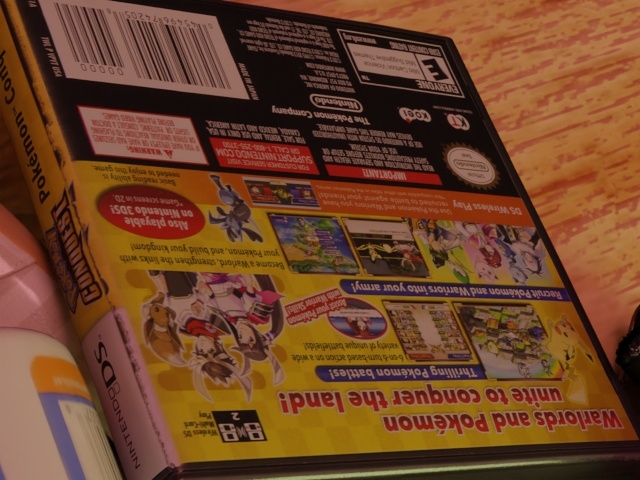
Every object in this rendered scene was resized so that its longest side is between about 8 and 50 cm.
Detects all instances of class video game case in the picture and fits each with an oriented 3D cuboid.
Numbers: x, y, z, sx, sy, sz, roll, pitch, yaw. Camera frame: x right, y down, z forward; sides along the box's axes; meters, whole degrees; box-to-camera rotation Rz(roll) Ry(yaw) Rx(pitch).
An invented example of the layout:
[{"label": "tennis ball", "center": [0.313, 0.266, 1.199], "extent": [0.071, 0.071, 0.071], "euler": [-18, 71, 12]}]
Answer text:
[{"label": "video game case", "center": [0.000, 0.000, 0.809], "extent": [0.275, 0.035, 0.248], "euler": [3, 54, -41]}]

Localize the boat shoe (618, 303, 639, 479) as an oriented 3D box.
[{"label": "boat shoe", "center": [0.158, 0.102, 0.902], "extent": [0.066, 0.066, 0.183], "euler": [33, 40, -6]}]

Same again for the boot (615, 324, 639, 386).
[{"label": "boot", "center": [0.177, 0.081, 0.846], "extent": [0.099, 0.045, 0.121], "euler": [45, 33, 4]}]

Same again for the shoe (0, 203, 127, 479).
[{"label": "shoe", "center": [-0.142, 0.028, 0.738], "extent": [0.219, 0.076, 0.058], "euler": [34, 45, -14]}]

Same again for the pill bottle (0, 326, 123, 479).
[{"label": "pill bottle", "center": [-0.110, 0.179, 0.619], "extent": [0.152, 0.152, 0.272], "euler": [-10, 70, -37]}]
